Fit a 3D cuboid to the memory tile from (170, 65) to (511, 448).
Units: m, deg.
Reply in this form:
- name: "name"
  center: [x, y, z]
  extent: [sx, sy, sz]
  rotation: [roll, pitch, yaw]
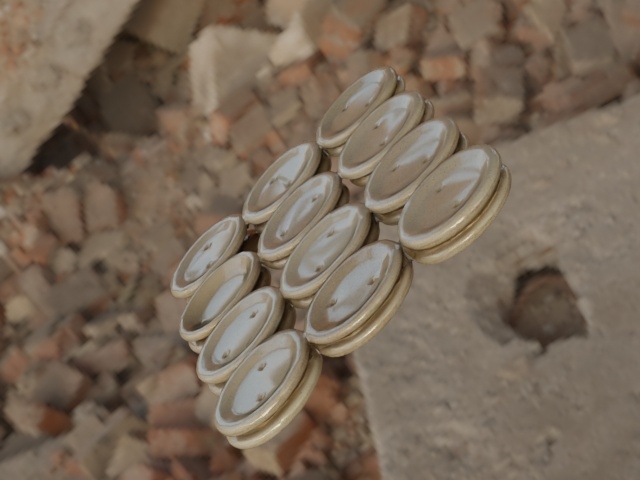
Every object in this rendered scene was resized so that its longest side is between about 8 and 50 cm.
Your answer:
- name: "memory tile"
  center: [0.000, 0.000, 0.473]
  extent: [0.113, 0.012, 0.148]
  rotation: [-45, 22, 5]
